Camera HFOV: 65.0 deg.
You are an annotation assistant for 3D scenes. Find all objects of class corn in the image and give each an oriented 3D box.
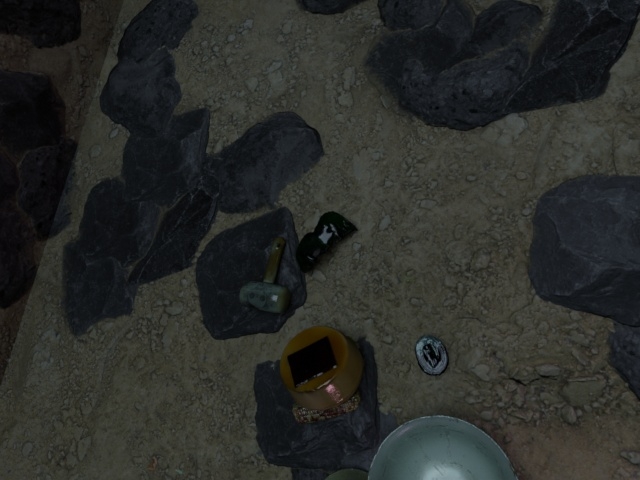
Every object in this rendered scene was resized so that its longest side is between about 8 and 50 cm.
[{"bbox_3d":[0.024,0.577,1.750,0.253,0.086,0.086,-18,70,13],"label":"corn"}]

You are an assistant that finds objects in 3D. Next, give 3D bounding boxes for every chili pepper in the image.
[{"bbox_3d":[-0.005,0.000,1.903,0.265,0.116,0.148,-48,62,2],"label":"chili pepper"}]

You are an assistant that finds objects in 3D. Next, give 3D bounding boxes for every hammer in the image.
[{"bbox_3d":[-0.190,0.126,1.959,0.201,0.113,0.306,8,70,20],"label":"hammer"}]

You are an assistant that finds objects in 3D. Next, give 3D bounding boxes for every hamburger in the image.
[{"bbox_3d":[0.008,0.435,1.719,0.299,0.176,0.300,-17,42,16],"label":"hamburger"}]

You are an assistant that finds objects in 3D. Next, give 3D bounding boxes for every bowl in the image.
[{"bbox_3d":[0.370,0.755,1.485,0.434,0.196,0.435,-10,60,18],"label":"bowl"}]

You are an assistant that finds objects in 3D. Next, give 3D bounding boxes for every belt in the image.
[{"bbox_3d":[0.373,0.384,1.680,0.105,0.058,0.140,-26,67,9],"label":"belt"}]

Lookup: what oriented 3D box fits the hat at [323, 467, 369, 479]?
[{"bbox_3d":[0.101,0.847,1.568,0.256,0.130,0.258,0,64,0],"label":"hat"}]
